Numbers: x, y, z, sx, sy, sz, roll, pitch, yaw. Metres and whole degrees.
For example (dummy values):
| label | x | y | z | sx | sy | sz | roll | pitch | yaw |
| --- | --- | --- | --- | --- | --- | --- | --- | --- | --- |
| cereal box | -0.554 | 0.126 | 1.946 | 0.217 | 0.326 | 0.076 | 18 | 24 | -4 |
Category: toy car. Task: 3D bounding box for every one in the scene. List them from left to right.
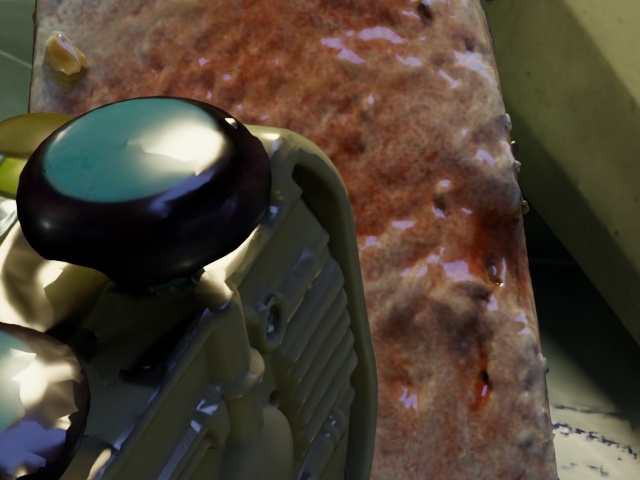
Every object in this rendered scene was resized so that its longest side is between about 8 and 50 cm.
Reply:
| label | x | y | z | sx | sy | sz | roll | pitch | yaw |
| --- | --- | --- | --- | --- | --- | --- | --- | --- | --- |
| toy car | -0.108 | 0.074 | 0.473 | 0.198 | 0.204 | 0.248 | 8 | 40 | 22 |

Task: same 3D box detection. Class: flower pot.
| label | x | y | z | sx | sy | sz | roll | pitch | yaw |
| --- | --- | --- | --- | --- | --- | --- | --- | --- | --- |
| flower pot | 0.206 | -0.048 | 0.840 | 0.290 | 0.290 | 0.259 | 0 | 46 | -34 |

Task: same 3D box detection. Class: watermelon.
| label | x | y | z | sx | sy | sz | roll | pitch | yaw |
| --- | --- | --- | --- | --- | --- | --- | --- | --- | --- |
| watermelon | 0.000 | 0.000 | 0.651 | 0.213 | 0.201 | 0.262 | 2 | 37 | -8 |
